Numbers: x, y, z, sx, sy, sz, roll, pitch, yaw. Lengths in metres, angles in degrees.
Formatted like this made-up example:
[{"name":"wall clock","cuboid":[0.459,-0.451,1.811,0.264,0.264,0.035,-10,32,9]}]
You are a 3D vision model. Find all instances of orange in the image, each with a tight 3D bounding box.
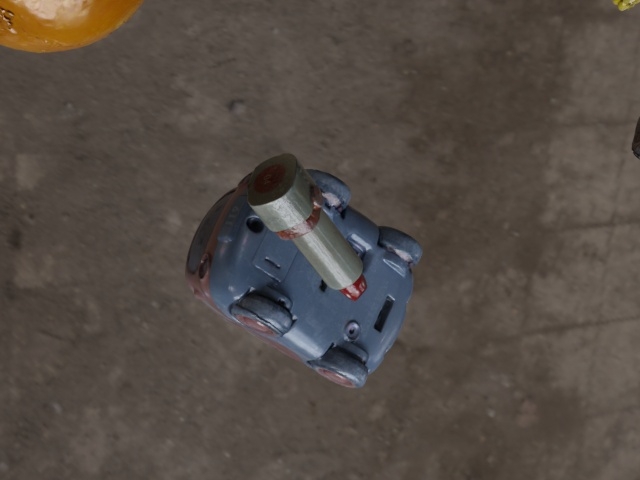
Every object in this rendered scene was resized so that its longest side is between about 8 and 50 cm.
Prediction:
[{"name":"orange","cuboid":[-0.270,-0.308,1.305,0.246,0.246,0.246,-12,112,-32]}]

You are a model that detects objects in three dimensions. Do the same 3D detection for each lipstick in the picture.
[{"name":"lipstick","cuboid":[0.001,-0.001,1.289,0.186,0.057,0.063,51,31,-38]}]

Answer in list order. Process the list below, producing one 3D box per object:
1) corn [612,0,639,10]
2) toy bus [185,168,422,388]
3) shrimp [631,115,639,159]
[{"name":"corn","cuboid":[0.256,-0.333,1.224,0.081,0.081,0.248,-22,84,-28]},{"name":"toy bus","cuboid":[-0.039,0.043,1.630,0.294,0.231,0.197,35,72,-33]},{"name":"shrimp","cuboid":[0.549,-0.195,2.124,0.190,0.073,0.075,-54,154,-38]}]
